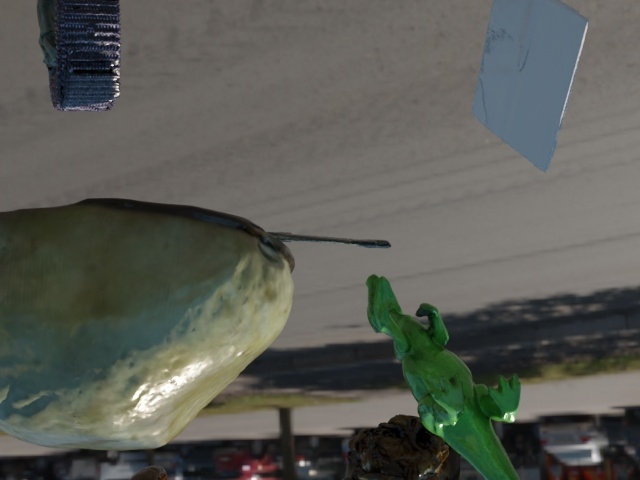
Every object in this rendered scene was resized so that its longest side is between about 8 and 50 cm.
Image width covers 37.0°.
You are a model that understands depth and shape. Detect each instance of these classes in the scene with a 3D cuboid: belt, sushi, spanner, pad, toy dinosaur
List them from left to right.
[{"bbox_3d":[-0.370,-0.354,1.457,0.122,0.325,0.260,-5,170,-19],"label":"belt"},{"bbox_3d":[0.000,0.000,1.531,0.071,0.018,0.302,1,-178,-37],"label":"spanner"},{"bbox_3d":[0.154,0.433,1.819,0.213,0.204,0.200,6,135,14],"label":"sushi"},{"bbox_3d":[0.208,0.315,1.637,0.143,0.500,0.374,-20,-168,-19],"label":"toy dinosaur"},{"bbox_3d":[0.257,-0.213,1.205,0.004,0.156,0.232,-23,140,-26],"label":"pad"}]

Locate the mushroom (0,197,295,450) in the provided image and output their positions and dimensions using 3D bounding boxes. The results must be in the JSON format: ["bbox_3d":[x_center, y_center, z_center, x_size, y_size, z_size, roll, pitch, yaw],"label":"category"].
[{"bbox_3d":[-0.154,0.070,0.704,0.266,0.164,0.189,9,163,-16],"label":"mushroom"}]

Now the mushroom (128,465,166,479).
[{"bbox_3d":[-0.290,0.535,1.690,0.227,0.217,0.148,-54,175,38],"label":"mushroom"}]
